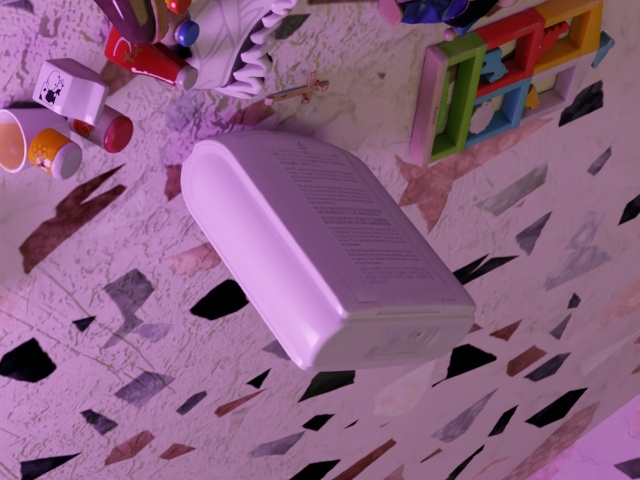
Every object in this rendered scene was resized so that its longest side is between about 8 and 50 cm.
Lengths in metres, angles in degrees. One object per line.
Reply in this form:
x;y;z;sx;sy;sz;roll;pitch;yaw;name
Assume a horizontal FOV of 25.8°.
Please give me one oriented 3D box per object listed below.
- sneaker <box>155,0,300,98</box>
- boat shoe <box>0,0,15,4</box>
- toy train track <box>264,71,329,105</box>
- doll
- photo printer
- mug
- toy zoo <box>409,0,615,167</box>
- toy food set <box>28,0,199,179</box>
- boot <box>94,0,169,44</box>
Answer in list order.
-0.087;-0.243;1.321;0.118;0.110;0.292;-4;142;-24;sneaker
-0.295;-0.218;1.167;0.226;0.083;0.076;-18;144;-29;boat shoe
-0.024;-0.164;1.579;0.083;0.014;0.048;-17;144;-28;toy train track
0.159;-0.279;1.574;0.189;0.046;0.129;-8;140;-38;doll
0.000;0.000;1.539;0.256;0.307;0.107;1;135;-50;photo printer
-0.286;-0.104;1.373;0.064;0.078;0.062;-18;113;-43;mug
0.251;-0.213;1.773;0.293;0.030;0.192;-24;147;-21;toy zoo
-0.182;-0.153;1.298;0.111;0.104;0.232;-18;134;-62;toy food set
-0.256;-0.219;1.101;0.207;0.090;0.248;-39;111;-19;boot
